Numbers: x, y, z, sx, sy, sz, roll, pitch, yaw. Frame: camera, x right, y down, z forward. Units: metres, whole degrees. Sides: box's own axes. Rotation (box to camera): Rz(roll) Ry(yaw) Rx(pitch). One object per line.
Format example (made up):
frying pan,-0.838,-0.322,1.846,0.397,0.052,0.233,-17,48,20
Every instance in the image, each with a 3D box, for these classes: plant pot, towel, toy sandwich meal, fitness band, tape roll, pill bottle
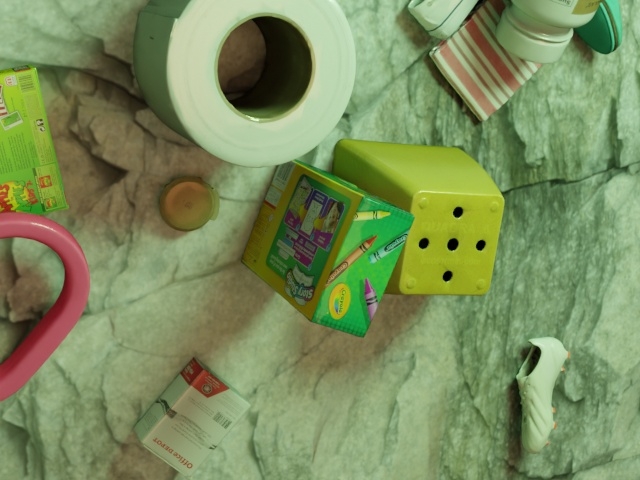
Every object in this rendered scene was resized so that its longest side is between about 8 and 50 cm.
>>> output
plant pot,0.140,-0.017,1.469,0.212,0.187,0.212,2,105,-24
towel,0.265,-0.290,1.538,0.197,0.029,0.144,-45,117,-4
toy sandwich meal,-0.178,-0.052,1.408,0.086,0.029,0.085,-6,109,-18
fitness band,-0.420,0.089,1.301,0.209,0.054,0.291,37,97,-34
tape roll,-0.098,-0.226,1.313,0.246,0.169,0.246,-7,108,-23
pill bottle,0.326,-0.361,1.411,0.131,0.131,0.229,-2,135,-24

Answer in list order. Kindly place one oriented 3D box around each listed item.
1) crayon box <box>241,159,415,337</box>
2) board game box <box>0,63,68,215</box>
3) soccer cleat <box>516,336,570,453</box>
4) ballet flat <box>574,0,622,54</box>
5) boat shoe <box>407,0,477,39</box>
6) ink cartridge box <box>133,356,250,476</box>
crayon box,0.000,0.000,1.359,0.081,0.278,0.165,20,97,-27
board game box,-0.380,-0.118,1.289,0.092,0.043,0.181,-16,110,-19
soccer cleat,0.351,0.253,1.714,0.076,0.068,0.196,10,93,-21
ballet flat,0.387,-0.386,1.535,0.247,0.083,0.087,43,72,-29
boat shoe,0.209,-0.390,1.449,0.076,0.083,0.226,32,91,-29
ink cartridge box,-0.183,0.250,1.476,0.135,0.056,0.099,-49,117,-5
